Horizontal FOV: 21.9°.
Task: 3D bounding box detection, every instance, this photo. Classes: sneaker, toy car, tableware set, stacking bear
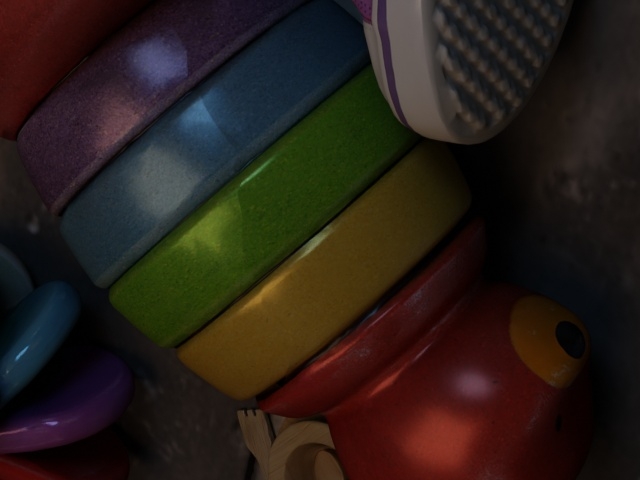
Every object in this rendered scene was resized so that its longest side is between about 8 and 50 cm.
[{"bbox_3d":[0.013,-0.180,0.623,0.161,0.102,0.282,7,103,42],"label":"sneaker"},{"bbox_3d":[-0.166,0.091,0.877,0.136,0.159,0.182,3,116,2],"label":"toy car"},{"bbox_3d":[-0.011,0.071,0.791,0.128,0.039,0.194,-9,103,42],"label":"tableware set"},{"bbox_3d":[0.000,0.000,0.674,0.164,0.175,0.289,-40,92,32],"label":"stacking bear"}]
